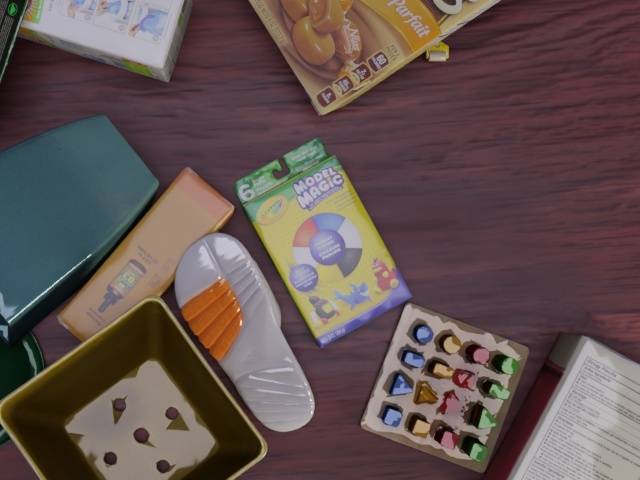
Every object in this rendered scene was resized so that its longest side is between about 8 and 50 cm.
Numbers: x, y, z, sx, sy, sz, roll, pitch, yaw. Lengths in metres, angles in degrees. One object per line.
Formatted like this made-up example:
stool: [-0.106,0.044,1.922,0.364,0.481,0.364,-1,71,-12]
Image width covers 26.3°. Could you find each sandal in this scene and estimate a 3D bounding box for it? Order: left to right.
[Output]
sandal: [-0.090,0.106,1.608,0.102,0.076,0.265,-23,111,5]

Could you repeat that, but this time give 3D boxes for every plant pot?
plant pot: [-0.308,-0.026,1.545,0.234,0.166,0.165,-39,87,-17]
plant pot: [-0.206,0.214,1.524,0.212,0.187,0.212,-36,85,-10]

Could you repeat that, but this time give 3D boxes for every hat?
hat: [-0.418,0.171,1.527,0.173,0.183,0.209,30,88,-1]

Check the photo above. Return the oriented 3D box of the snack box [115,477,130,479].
snack box: [-0.162,0.331,1.617,0.178,0.022,0.064,13,86,-2]

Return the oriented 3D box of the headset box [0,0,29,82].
headset box: [-0.475,-0.274,1.509,0.283,0.131,0.246,16,87,31]

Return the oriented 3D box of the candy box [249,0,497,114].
candy box: [0.086,-0.304,1.550,0.316,0.087,0.183,-32,91,24]

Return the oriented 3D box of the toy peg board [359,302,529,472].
toy peg board: [0.151,0.175,1.609,0.160,0.079,0.161,21,87,-2]

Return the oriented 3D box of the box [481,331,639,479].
box: [0.302,0.242,1.590,0.148,0.127,0.232,29,87,-1]

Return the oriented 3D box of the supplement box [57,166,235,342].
supplement box: [-0.201,0.027,1.597,0.078,0.080,0.233,41,86,0]

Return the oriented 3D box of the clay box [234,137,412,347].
clay box: [0.000,0.000,1.618,0.127,0.053,0.222,-29,91,-4]

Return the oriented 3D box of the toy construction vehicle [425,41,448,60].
toy construction vehicle: [0.116,-0.262,1.643,0.085,0.035,0.098,-6,92,-14]

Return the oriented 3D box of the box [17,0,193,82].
box: [-0.261,-0.267,1.580,0.203,0.114,0.103,17,88,-2]
